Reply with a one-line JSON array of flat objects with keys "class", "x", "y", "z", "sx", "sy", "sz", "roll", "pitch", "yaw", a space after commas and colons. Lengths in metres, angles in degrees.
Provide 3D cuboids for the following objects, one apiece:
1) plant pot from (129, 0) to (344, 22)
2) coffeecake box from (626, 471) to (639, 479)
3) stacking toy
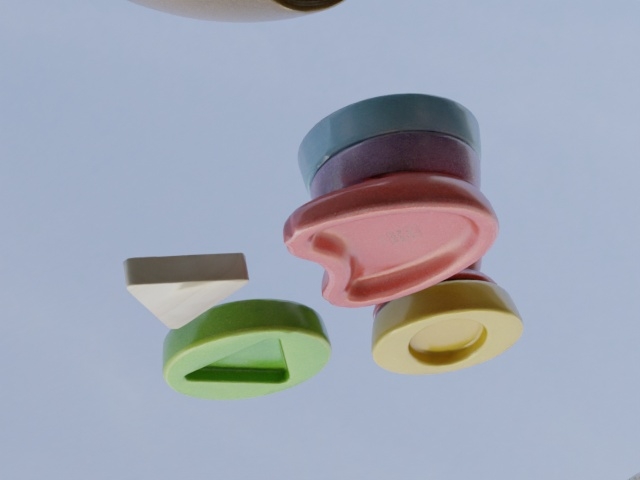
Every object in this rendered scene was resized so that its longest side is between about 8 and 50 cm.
[{"class": "plant pot", "x": -0.061, "y": -0.271, "z": 1.332, "sx": 0.237, "sy": 0.254, "sz": 0.237, "roll": -11, "pitch": -65, "yaw": -24}, {"class": "coffeecake box", "x": 0.266, "y": 0.161, "z": 0.915, "sx": 0.185, "sy": 0.068, "sz": 0.142, "roll": -33, "pitch": -79, "yaw": 3}, {"class": "stacking toy", "x": 0.000, "y": 0.000, "z": 1.252, "sx": 0.279, "sy": 0.309, "sz": 0.130, "roll": -11, "pitch": -117, "yaw": 3}]
